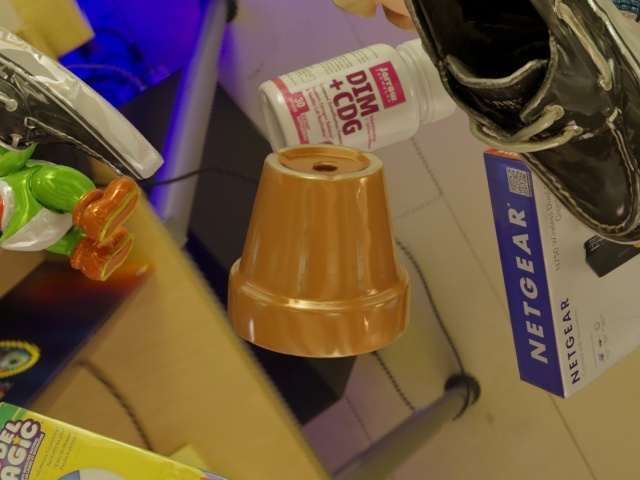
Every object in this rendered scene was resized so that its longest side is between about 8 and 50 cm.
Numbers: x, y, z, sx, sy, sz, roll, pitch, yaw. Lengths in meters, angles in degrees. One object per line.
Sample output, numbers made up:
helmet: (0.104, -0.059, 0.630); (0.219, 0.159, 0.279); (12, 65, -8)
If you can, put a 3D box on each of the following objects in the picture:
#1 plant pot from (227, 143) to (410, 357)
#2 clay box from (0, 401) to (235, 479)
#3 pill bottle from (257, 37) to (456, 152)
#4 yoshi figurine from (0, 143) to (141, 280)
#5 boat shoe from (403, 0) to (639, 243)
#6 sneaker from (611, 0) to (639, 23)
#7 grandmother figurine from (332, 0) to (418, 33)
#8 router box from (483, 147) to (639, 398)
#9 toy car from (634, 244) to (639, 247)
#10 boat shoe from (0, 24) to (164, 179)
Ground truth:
plant pot: (0.000, 0.000, 1.264); (0.205, 0.205, 0.187); (5, 112, 8)
clay box: (-0.154, 0.191, 0.751); (0.222, 0.053, 0.127); (15, 75, 13)
pill bottle: (0.058, -0.216, 1.808); (0.283, 0.160, 0.160); (-21, 106, -11)
yoshi figurine: (-0.425, -0.098, 1.638); (0.362, 0.203, 0.203); (25, 88, 7)
boat shoe: (0.078, -0.071, 0.449); (0.078, 0.070, 0.219); (-8, 128, 44)
sneaker: (0.446, -0.367, 1.712); (0.191, 0.083, 0.071); (-3, 128, -1)
grandmother figurine: (0.142, -0.392, 1.231); (0.208, 0.104, 0.342); (6, 125, -30)
router box: (0.365, -0.012, 1.479); (0.082, 0.301, 0.335); (20, 131, 50)
toy car: (0.430, 0.026, 1.388); (0.040, 0.060, 0.122); (-45, 115, -12)
boat shoe: (-0.291, -0.133, 1.099); (0.301, 0.108, 0.102); (35, 85, 4)
